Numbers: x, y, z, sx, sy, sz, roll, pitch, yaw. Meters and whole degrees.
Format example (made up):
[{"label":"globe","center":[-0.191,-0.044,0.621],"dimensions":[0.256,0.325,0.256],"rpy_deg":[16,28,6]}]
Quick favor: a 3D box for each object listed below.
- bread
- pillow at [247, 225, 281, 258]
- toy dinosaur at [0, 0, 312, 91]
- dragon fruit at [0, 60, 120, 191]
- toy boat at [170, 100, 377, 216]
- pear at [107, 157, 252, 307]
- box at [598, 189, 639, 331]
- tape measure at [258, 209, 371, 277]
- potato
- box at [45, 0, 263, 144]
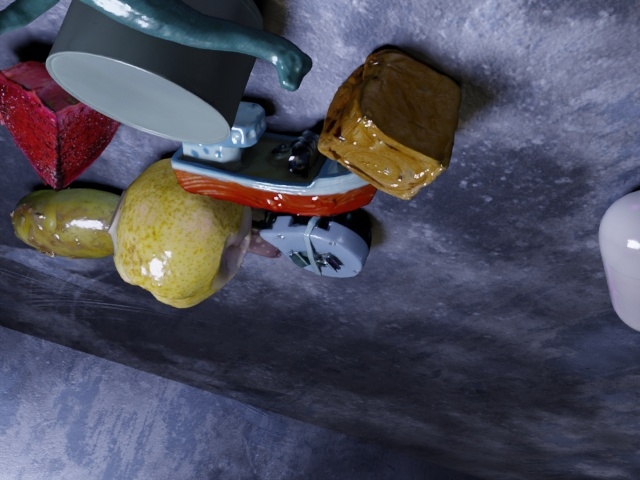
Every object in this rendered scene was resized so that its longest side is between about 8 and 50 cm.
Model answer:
[{"label":"bread","center":[0.094,-0.155,0.905],"dimensions":[0.158,0.143,0.149],"rpy_deg":[24,152,-11]},{"label":"pillow","center":[-0.164,-0.006,1.413],"dimensions":[0.184,0.043,0.118],"rpy_deg":[17,150,-7]},{"label":"toy dinosaur","center":[-0.177,-0.335,0.657],"dimensions":[0.330,0.384,0.129],"rpy_deg":[-6,-171,-17]},{"label":"dragon fruit","center":[-0.415,-0.195,1.076],"dimensions":[0.189,0.163,0.262],"rpy_deg":[-12,160,-27]},{"label":"toy boat","center":[-0.060,-0.133,1.030],"dimensions":[0.331,0.145,0.133],"rpy_deg":[11,130,13]},{"label":"pear","center":[-0.250,-0.012,1.221],"dimensions":[0.271,0.271,0.271],"rpy_deg":[11,153,6]},{"label":"box","center":[0.594,0.042,1.038],"dimensions":[0.288,0.141,0.349],"rpy_deg":[0,150,28]},{"label":"tape measure","center":[0.004,0.000,1.281],"dimensions":[0.181,0.107,0.182],"rpy_deg":[-2,147,41]},{"label":"potato","center":[-0.511,-0.034,1.418],"dimensions":[0.298,0.141,0.176],"rpy_deg":[4,160,20]},{"label":"box","center":[-0.195,-0.232,0.822],"dimensions":[0.226,0.149,0.226],"rpy_deg":[17,168,4]}]
